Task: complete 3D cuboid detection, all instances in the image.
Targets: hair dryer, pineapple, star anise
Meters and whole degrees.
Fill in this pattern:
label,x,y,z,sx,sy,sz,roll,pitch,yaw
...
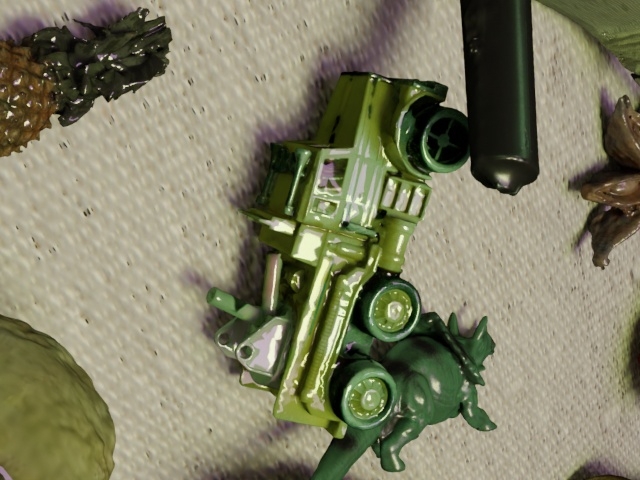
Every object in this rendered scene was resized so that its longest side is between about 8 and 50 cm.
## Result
label,x,y,z,sx,sy,sz,roll,pitch,yaw
hair dryer,0.089,-0.184,0.591,0.244,0.116,0.303,20,60,-39
pineapple,-0.156,-0.095,0.520,0.159,0.074,0.074,-27,120,-33
star anise,0.339,-0.080,0.929,0.207,0.063,0.172,-21,113,-28

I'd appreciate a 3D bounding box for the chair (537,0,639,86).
label,x,y,z,sx,sy,sz,roll,pitch,yaw
chair,0.337,-0.221,0.802,0.319,0.160,0.186,33,75,-28

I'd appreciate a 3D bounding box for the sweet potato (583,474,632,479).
label,x,y,z,sx,sy,sz,roll,pitch,yaw
sweet potato,0.395,0.368,1.065,0.369,0.157,0.158,26,88,-46

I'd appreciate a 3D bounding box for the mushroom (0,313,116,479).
label,x,y,z,sx,sy,sz,roll,pitch,yaw
mushroom,-0.240,0.122,0.468,0.189,0.164,0.267,39,115,-16

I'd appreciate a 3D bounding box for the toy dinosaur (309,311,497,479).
label,x,y,z,sx,sy,sz,roll,pitch,yaw
toy dinosaur,0.073,0.154,0.766,0.292,0.079,0.120,-41,121,-40

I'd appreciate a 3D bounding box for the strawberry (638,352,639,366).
label,x,y,z,sx,sy,sz,roll,pitch,yaw
strawberry,0.427,0.106,1.036,0.190,0.111,0.237,44,50,-67

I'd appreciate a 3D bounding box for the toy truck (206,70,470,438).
label,x,y,z,sx,sy,sz,roll,pitch,yaw
toy truck,0.004,-0.002,0.647,0.135,0.128,0.260,20,92,-27
